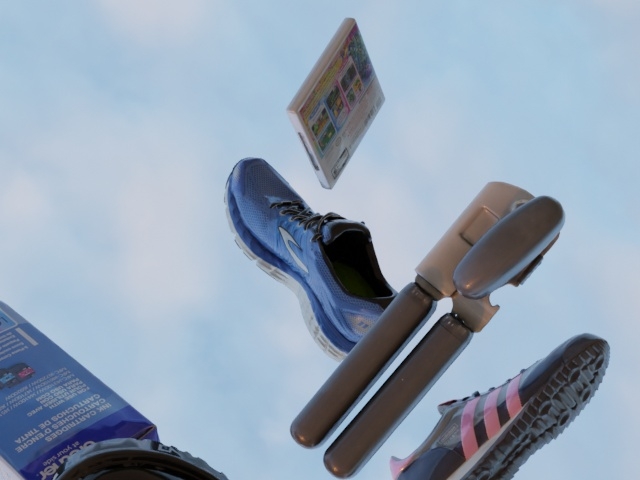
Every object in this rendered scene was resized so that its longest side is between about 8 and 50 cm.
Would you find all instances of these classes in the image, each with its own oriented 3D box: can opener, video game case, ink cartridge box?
[{"bbox_3d":[0.080,0.066,0.897,0.074,0.093,0.280,41,-85,17],"label":"can opener"},{"bbox_3d":[0.022,-0.165,1.377,0.157,0.019,0.143,-59,-35,-26],"label":"video game case"},{"bbox_3d":[-0.289,0.275,1.265,0.151,0.395,0.270,-30,-49,-29],"label":"ink cartridge box"}]

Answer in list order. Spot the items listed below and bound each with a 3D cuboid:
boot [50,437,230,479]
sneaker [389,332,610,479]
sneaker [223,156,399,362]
[{"bbox_3d":[-0.059,0.309,0.837,0.348,0.260,0.131,40,-84,-16],"label":"boot"},{"bbox_3d":[0.216,0.212,1.409,0.319,0.131,0.112,-41,-46,-10],"label":"sneaker"},{"bbox_3d":[0.000,0.000,1.496,0.130,0.147,0.330,-20,-119,-42],"label":"sneaker"}]
